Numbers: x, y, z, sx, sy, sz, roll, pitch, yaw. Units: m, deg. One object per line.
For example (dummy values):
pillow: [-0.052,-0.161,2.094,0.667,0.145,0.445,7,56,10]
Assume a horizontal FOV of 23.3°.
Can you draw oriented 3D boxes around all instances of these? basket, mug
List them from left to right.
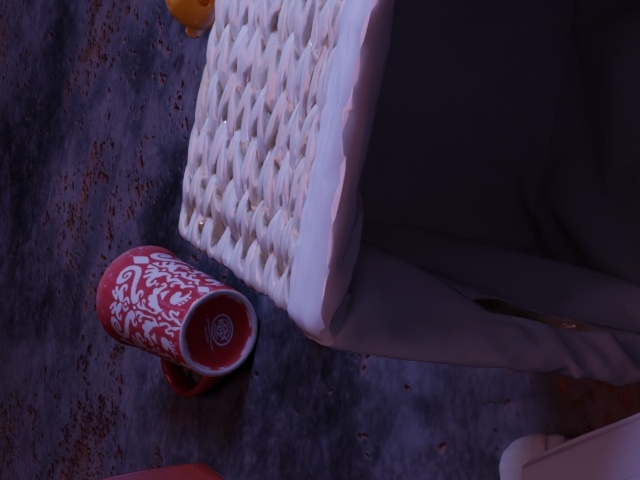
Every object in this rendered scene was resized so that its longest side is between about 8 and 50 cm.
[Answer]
mug: [-0.135,0.087,1.616,0.113,0.150,0.169,-49,32,-15]
basket: [0.114,-0.100,0.990,0.266,0.328,0.331,23,104,63]

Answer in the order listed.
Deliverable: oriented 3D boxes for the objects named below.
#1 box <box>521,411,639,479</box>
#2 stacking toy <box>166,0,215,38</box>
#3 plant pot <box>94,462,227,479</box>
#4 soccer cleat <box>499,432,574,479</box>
box: [0.241,0.157,0.851,0.182,0.181,0.119,-37,54,51]
stacking toy: [0.017,-0.164,1.181,0.166,0.302,0.175,51,128,51]
plant pot: [-0.189,0.374,1.489,0.267,0.236,0.267,21,102,60]
soccer cleat: [0.173,0.182,1.066,0.196,0.076,0.068,32,111,58]
